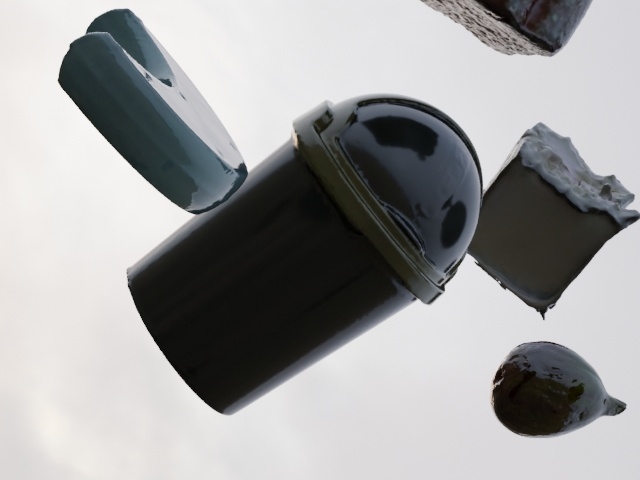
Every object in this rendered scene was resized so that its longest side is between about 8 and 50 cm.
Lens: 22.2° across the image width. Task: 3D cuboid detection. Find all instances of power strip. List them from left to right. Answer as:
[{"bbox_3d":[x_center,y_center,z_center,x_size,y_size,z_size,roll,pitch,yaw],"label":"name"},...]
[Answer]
[{"bbox_3d":[-0.123,-0.097,1.224,0.167,0.054,0.253,51,5,-10],"label":"power strip"}]

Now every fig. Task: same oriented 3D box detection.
[{"bbox_3d":[0.267,0.174,1.820,0.155,0.109,0.103,21,22,-9],"label":"fig"}]

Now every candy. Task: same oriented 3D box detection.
[{"bbox_3d":[0.290,-0.026,2.116,0.185,0.137,0.195,37,-64,4],"label":"candy"}]

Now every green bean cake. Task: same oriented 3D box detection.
[{"bbox_3d":[0.119,-0.259,1.439,0.233,0.097,0.198,33,-3,-18],"label":"green bean cake"}]

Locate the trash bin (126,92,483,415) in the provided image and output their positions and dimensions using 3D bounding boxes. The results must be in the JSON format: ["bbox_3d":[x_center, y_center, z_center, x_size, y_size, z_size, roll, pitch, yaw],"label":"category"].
[{"bbox_3d":[0.000,0.000,1.516,0.214,0.334,0.214,55,6,-8],"label":"trash bin"}]
